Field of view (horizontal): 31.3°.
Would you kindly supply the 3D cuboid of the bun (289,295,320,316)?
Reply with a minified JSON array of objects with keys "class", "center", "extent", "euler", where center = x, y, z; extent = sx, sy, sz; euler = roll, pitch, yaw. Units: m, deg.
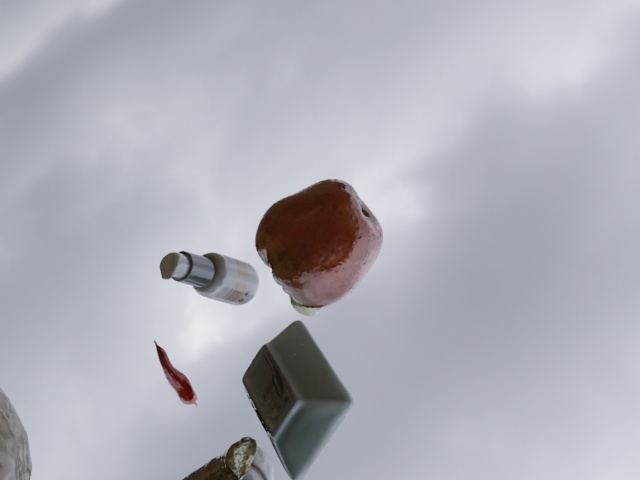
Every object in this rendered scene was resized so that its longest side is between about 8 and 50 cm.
[{"class":"bun","center":[-0.034,0.108,2.198],"extent":[0.055,0.086,0.086],"euler":[-16,-146,13]}]

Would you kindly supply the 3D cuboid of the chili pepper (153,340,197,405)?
[{"class":"chili pepper","center":[-0.312,0.289,2.436],"extent":[0.045,0.178,0.027],"euler":[-11,-157,42]}]

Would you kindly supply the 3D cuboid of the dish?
[{"class":"dish","center":[-0.062,0.258,1.910],"extent":[0.182,0.080,0.243],"euler":[-57,-143,16]}]

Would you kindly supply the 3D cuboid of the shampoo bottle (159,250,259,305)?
[{"class":"shampoo bottle","center":[-0.176,0.052,1.788],"extent":[0.074,0.192,0.074],"euler":[-11,-109,33]}]

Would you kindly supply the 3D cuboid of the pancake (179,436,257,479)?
[{"class":"pancake","center":[-0.195,0.375,1.656],"extent":[0.257,0.056,0.212],"euler":[-37,178,-10]}]

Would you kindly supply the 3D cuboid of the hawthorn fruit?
[{"class":"hawthorn fruit","center":[0.000,0.000,1.658],"extent":[0.189,0.189,0.189],"euler":[-31,-151,20]}]

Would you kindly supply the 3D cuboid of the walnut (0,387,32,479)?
[{"class":"walnut","center":[-0.463,0.258,1.316],"extent":[0.248,0.248,0.248],"euler":[-31,-151,20]}]

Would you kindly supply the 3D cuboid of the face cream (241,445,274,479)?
[{"class":"face cream","center":[-0.142,0.433,2.071],"extent":[0.117,0.117,0.104],"euler":[-29,-167,24]}]
